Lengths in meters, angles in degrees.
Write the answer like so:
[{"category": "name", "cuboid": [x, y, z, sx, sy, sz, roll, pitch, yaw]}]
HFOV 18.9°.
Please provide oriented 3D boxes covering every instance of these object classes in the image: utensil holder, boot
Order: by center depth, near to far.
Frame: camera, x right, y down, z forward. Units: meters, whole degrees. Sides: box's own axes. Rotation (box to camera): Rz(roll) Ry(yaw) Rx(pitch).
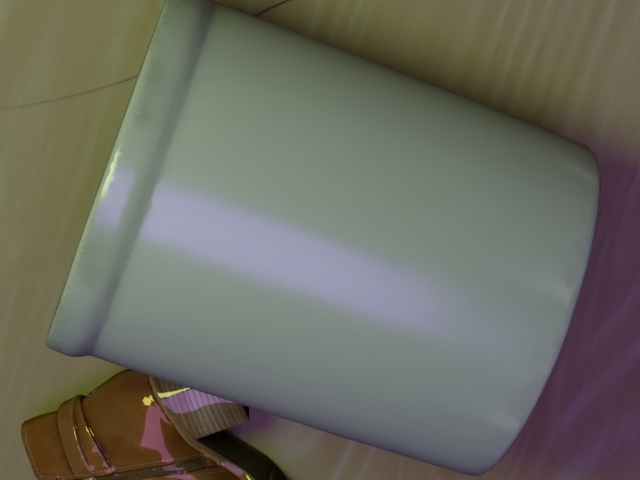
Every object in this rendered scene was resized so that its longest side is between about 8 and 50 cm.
[{"category": "utensil holder", "cuboid": [0.000, 0.000, 1.627, 0.385, 0.327, 0.328, 20, 110, -6]}, {"category": "boot", "cuboid": [-0.145, 0.257, 1.836, 0.220, 0.109, 0.283, -20, 106, 8]}]
